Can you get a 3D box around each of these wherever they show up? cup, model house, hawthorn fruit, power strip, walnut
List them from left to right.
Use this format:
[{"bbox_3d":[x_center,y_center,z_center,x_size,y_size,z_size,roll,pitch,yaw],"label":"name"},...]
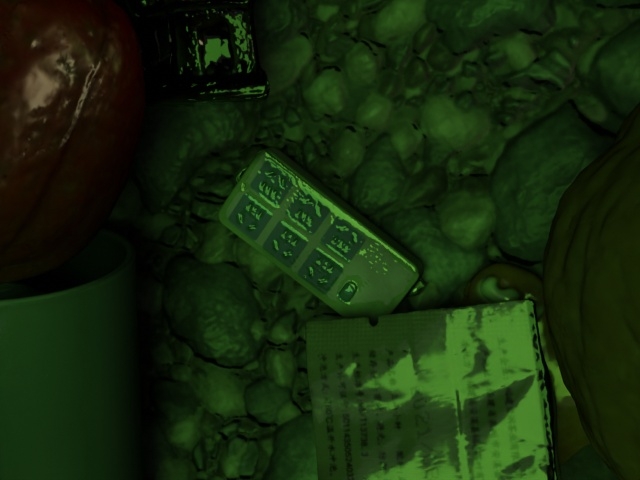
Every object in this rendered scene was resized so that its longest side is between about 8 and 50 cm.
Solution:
[{"bbox_3d":[-0.259,-0.092,0.710,0.258,0.258,0.261,33,118,7],"label":"hawthorn fruit"},{"bbox_3d":[-0.262,0.154,0.861,0.206,0.205,0.312,7,109,15],"label":"cup"},{"bbox_3d":[-0.113,-0.190,0.796,0.165,0.106,0.152,0,104,12],"label":"model house"},{"bbox_3d":[0.000,0.000,0.844,0.192,0.035,0.081,38,110,6],"label":"power strip"},{"bbox_3d":[0.303,0.044,0.632,0.306,0.306,0.343,-21,105,20],"label":"walnut"}]

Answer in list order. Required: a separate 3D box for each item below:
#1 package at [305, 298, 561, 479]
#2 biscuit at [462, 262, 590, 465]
[{"bbox_3d":[0.096,0.181,0.795,0.204,0.062,0.250,-9,98,18],"label":"package"},{"bbox_3d":[0.125,0.198,0.846,0.216,0.047,0.339,43,110,5],"label":"biscuit"}]
